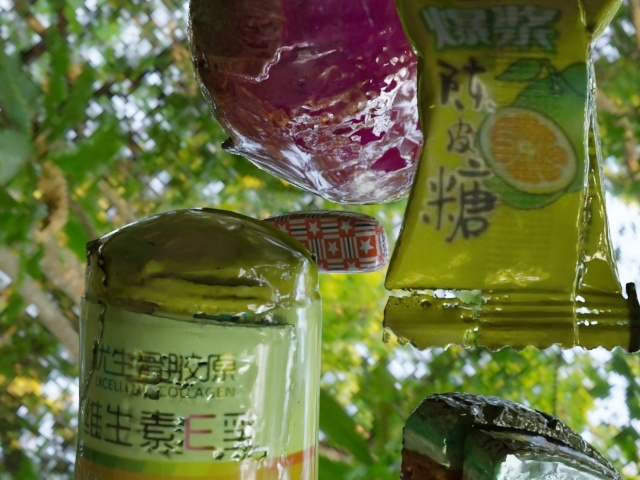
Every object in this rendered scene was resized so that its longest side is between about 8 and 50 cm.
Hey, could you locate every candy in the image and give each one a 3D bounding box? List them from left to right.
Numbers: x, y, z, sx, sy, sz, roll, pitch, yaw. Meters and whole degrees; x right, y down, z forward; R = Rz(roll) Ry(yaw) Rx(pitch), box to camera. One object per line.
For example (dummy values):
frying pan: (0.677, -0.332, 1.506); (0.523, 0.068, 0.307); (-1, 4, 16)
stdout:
candy: (0.133, -0.072, 0.997); (0.187, 0.081, 0.297); (1, -101, -8)

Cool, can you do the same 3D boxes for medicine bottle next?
medicine bottle: (-0.059, 0.103, 0.703); (0.124, 0.124, 0.238); (9, -80, 42)

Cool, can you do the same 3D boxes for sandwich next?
sandwich: (0.173, 0.246, 1.239); (0.212, 0.292, 0.109); (-42, -153, -13)

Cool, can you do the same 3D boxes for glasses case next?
glasses case: (0.000, 0.000, 1.715); (0.195, 0.073, 0.049); (1, -167, 41)

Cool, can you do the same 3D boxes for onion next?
onion: (0.074, -0.198, 1.365); (0.385, 0.347, 0.347); (-1, -126, 34)
